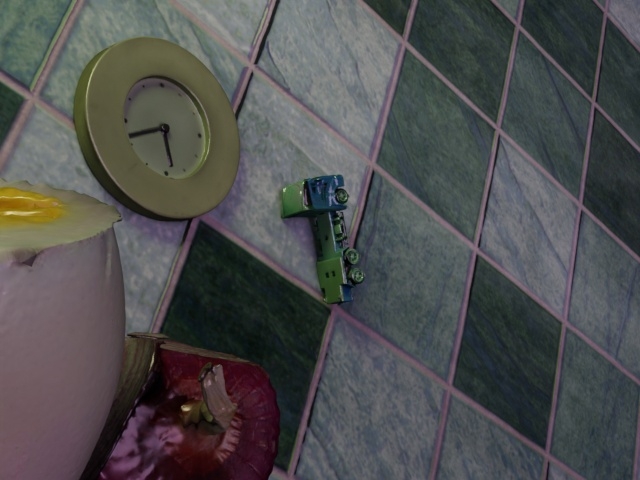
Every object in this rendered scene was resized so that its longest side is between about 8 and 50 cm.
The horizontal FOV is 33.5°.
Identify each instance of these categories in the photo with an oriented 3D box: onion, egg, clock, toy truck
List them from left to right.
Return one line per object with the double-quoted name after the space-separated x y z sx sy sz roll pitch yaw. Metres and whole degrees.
-0.342 0.130 0.869 0.355 0.355 0.339 -6 105 -46 "egg"
-0.196 -0.137 1.313 0.235 0.029 0.234 16 67 -42 "clock"
-0.161 0.217 1.085 0.230 0.272 0.256 39 88 -35 "onion"
0.000 0.000 1.435 0.081 0.067 0.175 -5 83 -40 "toy truck"
